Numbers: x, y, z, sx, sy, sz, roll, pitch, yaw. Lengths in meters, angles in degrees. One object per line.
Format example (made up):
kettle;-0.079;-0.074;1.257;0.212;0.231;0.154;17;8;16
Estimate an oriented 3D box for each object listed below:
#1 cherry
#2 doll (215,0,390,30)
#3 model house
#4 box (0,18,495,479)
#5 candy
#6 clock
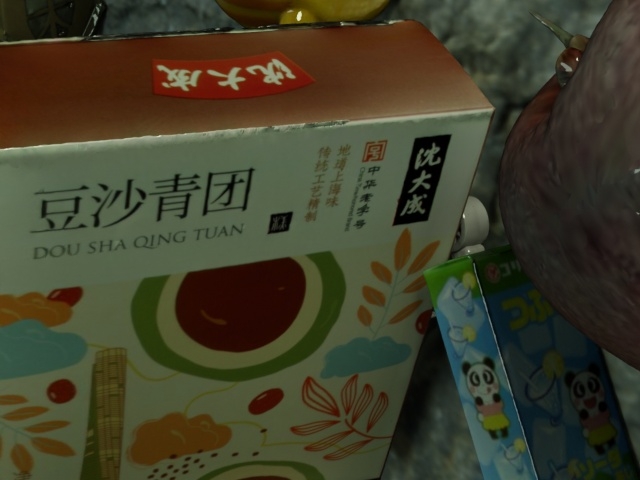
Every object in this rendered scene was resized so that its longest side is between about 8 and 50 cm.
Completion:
cherry;0.231;-0.028;0.731;0.307;0.221;0.261;50;149;10
doll;-0.048;-0.250;1.036;0.162;0.167;0.269;-43;47;0
model house;-0.335;-0.210;1.403;0.181;0.176;0.248;40;145;34
box;-0.093;0.043;0.975;0.122;0.344;0.385;58;145;42
candy;0.150;0.099;0.954;0.062;0.097;0.195;-21;84;53
clock;0.088;0.013;1.044;0.129;0.041;0.087;-32;72;54
